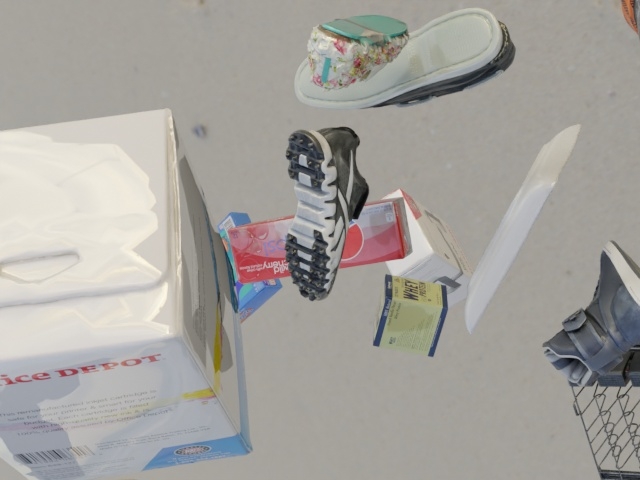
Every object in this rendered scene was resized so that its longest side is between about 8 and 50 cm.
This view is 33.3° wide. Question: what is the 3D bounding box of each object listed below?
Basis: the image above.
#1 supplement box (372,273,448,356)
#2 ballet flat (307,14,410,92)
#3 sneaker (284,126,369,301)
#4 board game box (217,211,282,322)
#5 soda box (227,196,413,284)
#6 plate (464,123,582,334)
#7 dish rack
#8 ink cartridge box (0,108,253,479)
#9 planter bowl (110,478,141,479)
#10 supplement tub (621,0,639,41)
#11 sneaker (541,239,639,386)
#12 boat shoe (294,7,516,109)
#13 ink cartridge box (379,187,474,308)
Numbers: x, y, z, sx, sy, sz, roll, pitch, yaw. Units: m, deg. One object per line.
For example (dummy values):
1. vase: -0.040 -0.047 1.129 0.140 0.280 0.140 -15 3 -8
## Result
1. supplement box: 0.118 0.099 1.413 0.083 0.056 0.083 11 121 -3
2. ballet flat: 0.039 -0.223 1.264 0.091 0.241 0.077 23 111 17
3. sneaker: 0.015 -0.035 1.297 0.078 0.106 0.234 26 128 39
4. board game box: -0.176 0.074 1.904 0.210 0.047 0.160 -41 64 32
5. soda box: 0.000 0.000 1.615 0.263 0.083 0.092 -10 94 16
6. plate: 0.296 -0.028 1.604 0.045 0.278 0.277 28 120 9
7. dish rack: 0.485 0.281 1.570 0.208 0.074 0.271 -5 116 39
8. ink cartridge box: -0.155 0.049 0.741 0.232 0.171 0.168 78 -176 -61
9. planter bowl: -0.289 0.446 1.674 0.109 0.162 0.162 -28 89 44
10. supplement tub: 0.484 -0.219 1.140 0.338 0.207 0.207 -123 28 -48
11. sneaker: 0.357 0.094 1.383 0.086 0.226 0.163 43 107 -8
12. boat shoe: 0.112 -0.227 1.440 0.303 0.091 0.114 -5 76 28
13. ink cartridge box: 0.188 0.019 1.962 0.092 0.218 0.158 -34 58 15
